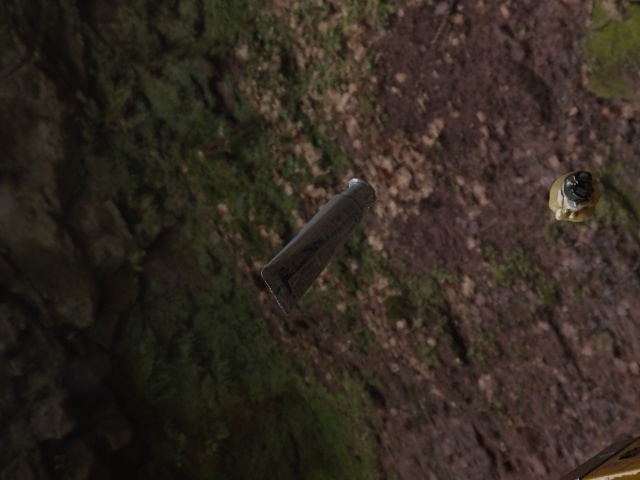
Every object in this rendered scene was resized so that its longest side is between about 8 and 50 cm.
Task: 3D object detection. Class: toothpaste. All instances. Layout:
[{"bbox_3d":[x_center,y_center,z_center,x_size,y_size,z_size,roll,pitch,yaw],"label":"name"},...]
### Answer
[{"bbox_3d":[0.000,0.000,1.430,0.073,0.299,0.114,12,140,42],"label":"toothpaste"}]

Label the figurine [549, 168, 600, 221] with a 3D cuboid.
[{"bbox_3d":[0.563,-0.107,1.651,0.196,0.108,0.114,49,-136,-78],"label":"figurine"}]

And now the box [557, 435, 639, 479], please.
[{"bbox_3d":[0.776,0.549,1.794,0.116,0.264,0.415,63,151,11],"label":"box"}]
